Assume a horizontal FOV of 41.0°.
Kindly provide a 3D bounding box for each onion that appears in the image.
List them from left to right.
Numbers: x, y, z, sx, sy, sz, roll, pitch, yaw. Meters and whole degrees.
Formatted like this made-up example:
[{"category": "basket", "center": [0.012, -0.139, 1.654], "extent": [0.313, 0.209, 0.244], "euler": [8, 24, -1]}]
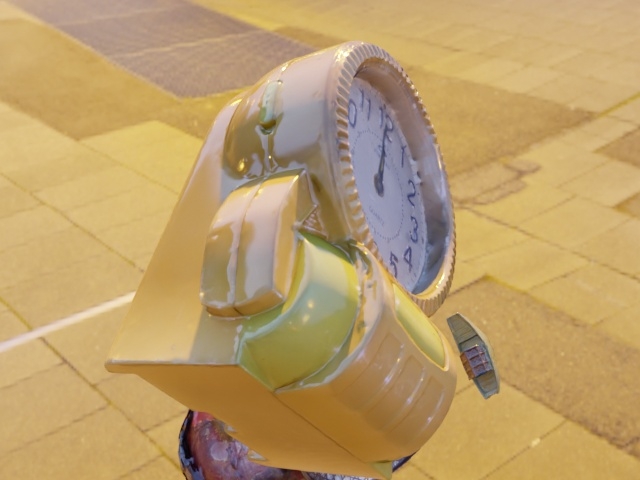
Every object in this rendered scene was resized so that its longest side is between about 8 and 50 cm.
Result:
[{"category": "onion", "center": [-0.071, 0.238, 1.006], "extent": [0.184, 0.184, 0.147], "euler": [16, -10, 30]}]

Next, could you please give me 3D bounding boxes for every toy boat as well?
[{"category": "toy boat", "center": [0.297, 0.221, 1.650], "extent": [0.065, 0.172, 0.066], "euler": [-33, -18, 35]}]

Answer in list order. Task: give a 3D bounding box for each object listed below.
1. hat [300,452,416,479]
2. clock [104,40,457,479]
[{"category": "hat", "center": [0.040, 0.171, 0.930], "extent": [0.193, 0.193, 0.082], "euler": [-16, 34, -24]}, {"category": "clock", "center": [0.000, 0.000, 0.672], "extent": [0.200, 0.244, 0.317], "euler": [-8, 55, 27]}]
